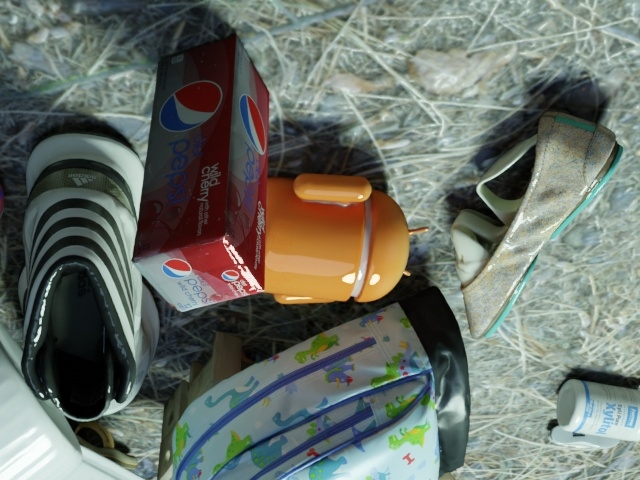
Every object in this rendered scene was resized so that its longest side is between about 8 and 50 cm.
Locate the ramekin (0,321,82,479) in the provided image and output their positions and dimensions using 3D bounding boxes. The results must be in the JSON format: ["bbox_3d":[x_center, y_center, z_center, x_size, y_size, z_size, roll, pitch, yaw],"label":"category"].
[{"bbox_3d":[-0.375,0.174,1.258,0.135,0.277,0.277,-34,137,-10],"label":"ramekin"}]

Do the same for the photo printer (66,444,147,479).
[{"bbox_3d":[-0.358,0.327,1.558,0.256,0.107,0.307,37,157,-32],"label":"photo printer"}]

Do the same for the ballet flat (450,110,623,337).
[{"bbox_3d":[0.206,-0.021,1.274,0.106,0.107,0.316,28,129,-1],"label":"ballet flat"}]

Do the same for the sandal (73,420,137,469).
[{"bbox_3d":[-0.313,0.277,1.623,0.072,0.049,0.180,8,163,33],"label":"sandal"}]

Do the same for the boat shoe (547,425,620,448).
[{"bbox_3d":[0.367,0.275,1.642,0.100,0.035,0.035,0,166,-6],"label":"boat shoe"}]

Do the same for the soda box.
[{"bbox_3d":[-0.103,-0.066,1.080,0.092,0.263,0.083,-15,137,16],"label":"soda box"}]

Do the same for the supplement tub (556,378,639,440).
[{"bbox_3d":[0.374,0.225,1.553,0.107,0.071,0.071,10,137,-11],"label":"supplement tub"}]

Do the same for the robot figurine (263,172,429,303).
[{"bbox_3d":[0.000,0.001,1.260,0.219,0.128,0.158,7,98,-7],"label":"robot figurine"}]

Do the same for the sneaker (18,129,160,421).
[{"bbox_3d":[-0.273,0.120,1.292,0.169,0.257,0.447,3,138,-4],"label":"sneaker"}]

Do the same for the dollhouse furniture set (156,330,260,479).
[{"bbox_3d":[-0.116,0.235,1.517,0.129,0.129,0.183,18,135,-20],"label":"dollhouse furniture set"}]

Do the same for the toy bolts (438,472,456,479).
[{"bbox_3d":[0.098,0.329,1.660,0.218,0.158,0.228,36,154,19],"label":"toy bolts"}]

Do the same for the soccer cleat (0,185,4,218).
[{"bbox_3d":[-0.428,0.015,1.295,0.083,0.095,0.248,31,130,-30],"label":"soccer cleat"}]

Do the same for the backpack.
[{"bbox_3d":[0.000,0.243,1.387,0.356,0.273,0.290,-9,140,-5],"label":"backpack"}]
